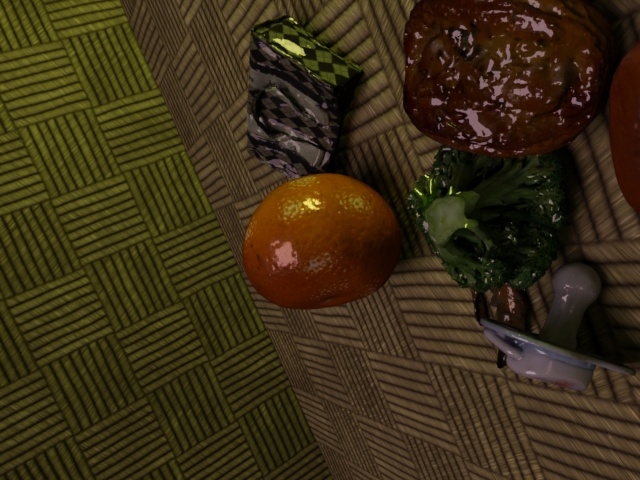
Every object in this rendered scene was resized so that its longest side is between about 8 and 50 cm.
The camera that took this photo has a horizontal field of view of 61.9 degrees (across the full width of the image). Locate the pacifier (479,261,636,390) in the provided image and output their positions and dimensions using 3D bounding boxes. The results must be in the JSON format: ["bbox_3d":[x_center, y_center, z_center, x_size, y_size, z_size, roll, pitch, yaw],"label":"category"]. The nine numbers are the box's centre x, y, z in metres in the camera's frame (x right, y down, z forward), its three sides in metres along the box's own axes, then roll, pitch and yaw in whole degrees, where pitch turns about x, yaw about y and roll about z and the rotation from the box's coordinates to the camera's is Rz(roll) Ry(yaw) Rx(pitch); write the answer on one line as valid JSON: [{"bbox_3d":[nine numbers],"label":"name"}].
[{"bbox_3d":[0.435,0.147,0.973,0.238,0.287,0.226,-149,80,-74],"label":"pacifier"}]

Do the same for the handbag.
[{"bbox_3d":[-0.048,-0.338,1.441,0.316,0.180,0.416,39,146,19],"label":"handbag"}]

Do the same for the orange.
[{"bbox_3d":[0.000,0.000,1.391,0.424,0.423,0.326,128,136,-62],"label":"orange"}]

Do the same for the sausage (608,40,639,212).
[{"bbox_3d":[0.454,-0.149,0.710,0.133,0.133,0.258,21,136,55],"label":"sausage"}]

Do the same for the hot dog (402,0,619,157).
[{"bbox_3d":[0.266,-0.286,0.871,0.387,0.174,0.267,33,127,45],"label":"hot dog"}]

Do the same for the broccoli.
[{"bbox_3d":[0.293,-0.052,0.964,0.307,0.275,0.308,0,91,35],"label":"broccoli"}]

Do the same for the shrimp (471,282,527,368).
[{"bbox_3d":[0.392,0.165,1.202,0.173,0.058,0.253,41,144,53],"label":"shrimp"}]
